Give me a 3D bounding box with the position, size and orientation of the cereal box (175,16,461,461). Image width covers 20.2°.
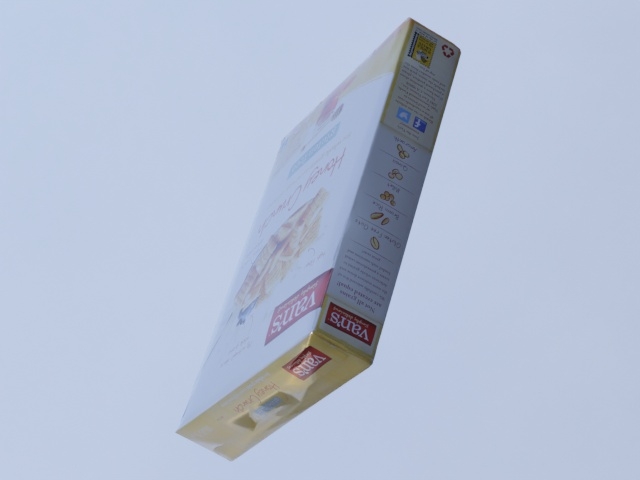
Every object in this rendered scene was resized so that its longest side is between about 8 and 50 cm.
[{"bbox_3d":[0.000,0.000,1.087,0.173,0.047,0.240,-40,25,49],"label":"cereal box"}]
